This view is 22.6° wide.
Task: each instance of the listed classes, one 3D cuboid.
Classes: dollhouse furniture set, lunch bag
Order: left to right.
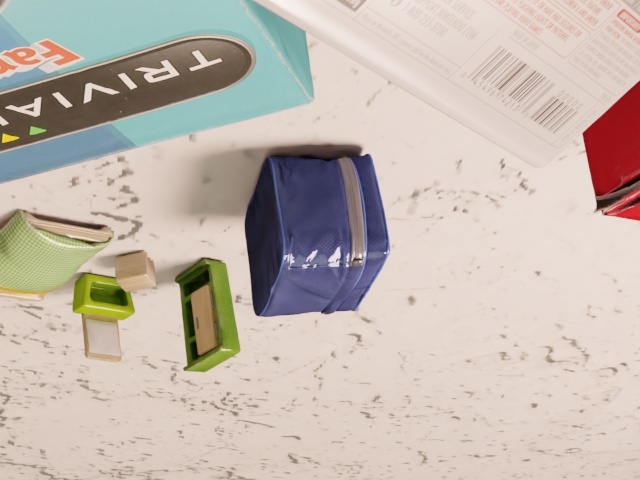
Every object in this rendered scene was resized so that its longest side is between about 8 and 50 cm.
[{"bbox_3d":[-0.121,0.035,0.889,0.152,0.058,0.076,11,150,-39],"label":"dollhouse furniture set"},{"bbox_3d":[0.000,0.000,0.836,0.065,0.067,0.098,-2,157,-13],"label":"lunch bag"}]

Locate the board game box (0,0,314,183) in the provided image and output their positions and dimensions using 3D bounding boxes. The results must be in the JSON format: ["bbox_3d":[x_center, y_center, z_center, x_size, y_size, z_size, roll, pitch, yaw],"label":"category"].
[{"bbox_3d":[-0.173,-0.112,0.500,0.254,0.079,0.336,-13,156,13],"label":"board game box"}]

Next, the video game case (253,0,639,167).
[{"bbox_3d":[0.088,-0.129,0.522,0.206,0.026,0.227,-43,144,18],"label":"video game case"}]

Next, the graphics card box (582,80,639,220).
[{"bbox_3d":[0.331,-0.071,0.749,0.371,0.094,0.233,9,152,-32],"label":"graphics card box"}]
